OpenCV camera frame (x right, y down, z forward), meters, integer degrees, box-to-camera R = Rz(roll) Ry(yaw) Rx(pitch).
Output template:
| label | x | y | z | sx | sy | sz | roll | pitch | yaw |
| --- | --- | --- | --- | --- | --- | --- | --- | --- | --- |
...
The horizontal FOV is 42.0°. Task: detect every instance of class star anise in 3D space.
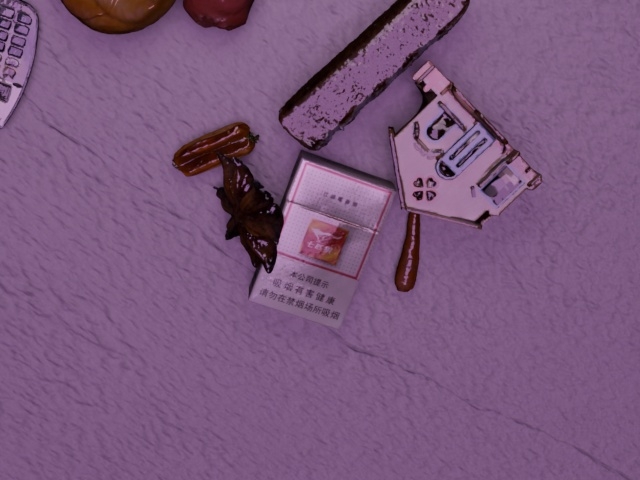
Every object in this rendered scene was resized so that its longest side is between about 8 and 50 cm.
| label | x | y | z | sx | sy | sz | roll | pitch | yaw |
| --- | --- | --- | --- | --- | --- | --- | --- | --- | --- |
| star anise | -0.125 | -0.060 | 1.646 | 0.103 | 0.272 | 0.271 | -21 | 110 | -25 |

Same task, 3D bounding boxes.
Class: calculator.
| label | x | y | z | sx | sy | sz | roll | pitch | yaw |
| --- | --- | --- | --- | --- | --- | --- | --- | --- | --- |
| calculator | -0.648 | -0.363 | 1.623 | 0.177 | 0.040 | 0.268 | 20 | 105 | -10 |

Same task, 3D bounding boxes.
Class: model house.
| label | x | y | z | sx | sy | sz | roll | pitch | yaw |
| --- | --- | --- | --- | --- | --- | --- | --- | --- | --- |
| model house | 0.240 | -0.159 | 1.654 | 0.244 | 0.169 | 0.326 | -43 | 98 | 13 |

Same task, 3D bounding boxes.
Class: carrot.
| label | x | y | z | sx | sy | sz | roll | pitch | yaw |
| --- | --- | --- | --- | --- | --- | --- | --- | --- | --- |
| carrot | 0.194 | 0.010 | 1.792 | 0.048 | 0.048 | 0.216 | 6 | 103 | -5 |

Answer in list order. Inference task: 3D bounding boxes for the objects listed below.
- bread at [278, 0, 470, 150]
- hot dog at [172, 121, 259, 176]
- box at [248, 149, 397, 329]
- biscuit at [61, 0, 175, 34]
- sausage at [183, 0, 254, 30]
| label | x | y | z | sx | sy | sz | roll | pitch | yaw |
| --- | --- | --- | --- | --- | --- | --- | --- | --- | --- |
| bread | 0.100 | -0.343 | 1.605 | 0.417 | 0.165 | 0.113 | -41 | 104 | 11 |
| hot dog | -0.212 | -0.187 | 1.696 | 0.188 | 0.055 | 0.072 | -21 | 111 | 4 |
| box | -0.001 | 0.000 | 1.750 | 0.210 | 0.095 | 0.330 | 19 | 105 | -9 |
| biscuit | -0.367 | -0.526 | 1.519 | 0.297 | 0.102 | 0.296 | 5 | 103 | 23 |
| sausage | -0.176 | -0.527 | 1.539 | 0.152 | 0.152 | 0.279 | 11 | 108 | -7 |
